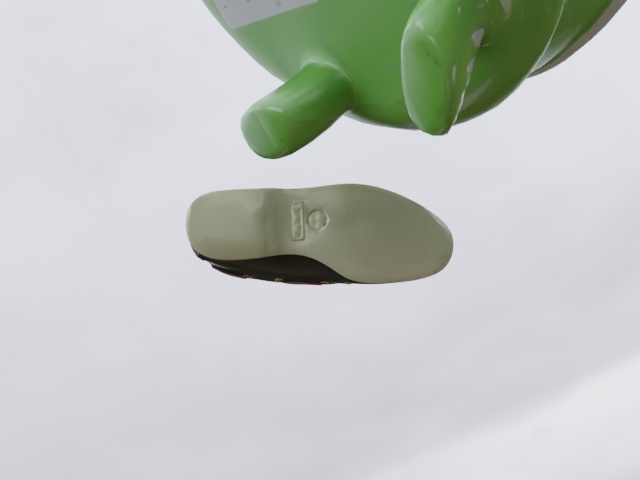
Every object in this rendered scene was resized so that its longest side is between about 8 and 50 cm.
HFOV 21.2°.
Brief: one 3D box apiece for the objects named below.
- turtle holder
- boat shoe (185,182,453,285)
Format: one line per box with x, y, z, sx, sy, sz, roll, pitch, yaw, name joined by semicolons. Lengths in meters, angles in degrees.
0.054;-0.195;0.701;0.227;0.243;0.320;-35;-16;-27;turtle holder
0.000;-0.002;0.852;0.133;0.049;0.042;4;-11;5;boat shoe
